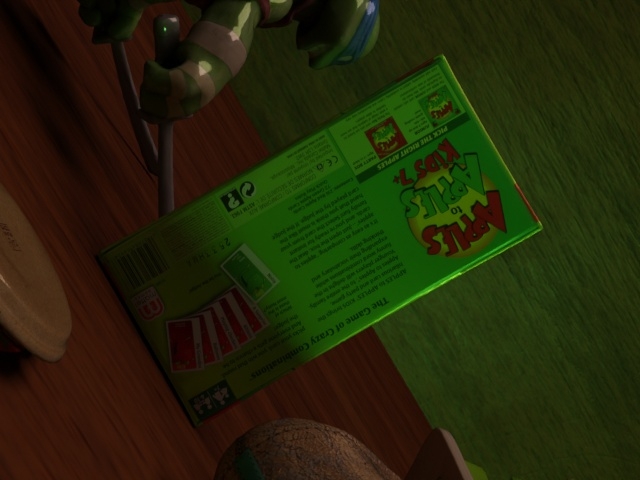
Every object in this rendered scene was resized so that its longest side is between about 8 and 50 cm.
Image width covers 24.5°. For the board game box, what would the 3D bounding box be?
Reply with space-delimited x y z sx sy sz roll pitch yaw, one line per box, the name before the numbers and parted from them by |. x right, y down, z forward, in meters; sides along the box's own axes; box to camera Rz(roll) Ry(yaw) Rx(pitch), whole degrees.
board game box | 0.000 0.000 0.682 0.092 0.181 0.043 60 3 0

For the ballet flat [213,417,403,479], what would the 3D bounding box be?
ballet flat | 0.041 0.159 0.657 0.106 0.107 0.316 50 -4 37

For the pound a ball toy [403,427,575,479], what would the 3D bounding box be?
pound a ball toy | 0.163 0.268 0.950 0.208 0.136 0.319 22 13 -12

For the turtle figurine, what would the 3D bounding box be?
turtle figurine | -0.117 -0.129 0.797 0.266 0.274 0.198 38 34 -20

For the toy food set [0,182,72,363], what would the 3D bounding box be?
toy food set | -0.105 0.003 0.458 0.083 0.020 0.083 59 3 -10
